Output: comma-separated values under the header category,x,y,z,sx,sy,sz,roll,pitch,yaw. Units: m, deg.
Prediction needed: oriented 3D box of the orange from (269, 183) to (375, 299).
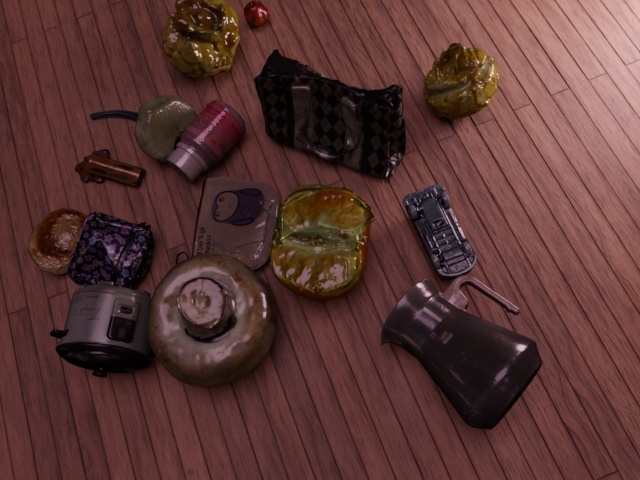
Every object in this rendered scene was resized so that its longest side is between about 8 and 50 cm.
category,x,y,z,sx,sy,sz,roll,pitch,yaw
orange,-0.001,0.005,1.657,0.263,0.196,0.334,7,73,-6

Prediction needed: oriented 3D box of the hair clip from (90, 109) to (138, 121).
category,x,y,z,sx,sy,sz,roll,pitch,yaw
hair clip,-0.646,-0.402,1.985,0.229,0.039,0.070,9,69,16

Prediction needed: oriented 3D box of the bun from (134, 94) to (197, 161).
category,x,y,z,sx,sy,sz,roll,pitch,yaw
bun,-0.485,-0.346,1.882,0.126,0.204,0.212,17,34,38

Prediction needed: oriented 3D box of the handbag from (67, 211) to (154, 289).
category,x,y,z,sx,sy,sz,roll,pitch,yaw
handbag,-0.594,0.038,1.748,0.208,0.127,0.228,18,77,-3

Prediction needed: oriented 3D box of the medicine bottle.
category,x,y,z,sx,sy,sz,roll,pitch,yaw
medicine bottle,-0.348,-0.299,1.847,0.147,0.147,0.247,34,77,18

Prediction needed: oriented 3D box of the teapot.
category,x,y,z,sx,sy,sz,roll,pitch,yaw
teapot,0.355,0.252,1.493,0.344,0.253,0.300,38,75,24

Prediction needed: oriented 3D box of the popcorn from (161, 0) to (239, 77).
category,x,y,z,sx,sy,sz,roll,pitch,yaw
popcorn,-0.383,-0.657,1.947,0.224,0.270,0.258,28,119,20

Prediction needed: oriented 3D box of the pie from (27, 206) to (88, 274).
category,x,y,z,sx,sy,sz,roll,pitch,yaw
pie,-0.768,0.001,1.811,0.205,0.084,0.179,-33,68,-9

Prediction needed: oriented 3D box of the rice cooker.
category,x,y,z,sx,sy,sz,roll,pitch,yaw
rice cooker,-0.558,0.246,1.606,0.280,0.241,0.227,22,60,-32

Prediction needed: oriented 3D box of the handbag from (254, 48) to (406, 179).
category,x,y,z,sx,sy,sz,roll,pitch,yaw
handbag,0.039,-0.365,1.731,0.416,0.316,0.180,22,67,15

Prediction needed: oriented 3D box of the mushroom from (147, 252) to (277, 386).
category,x,y,z,sx,sy,sz,roll,pitch,yaw
mushroom,-0.279,0.201,1.578,0.352,0.260,0.352,0,67,-1

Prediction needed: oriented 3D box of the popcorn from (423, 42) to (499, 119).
category,x,y,z,sx,sy,sz,roll,pitch,yaw
popcorn,0.416,-0.464,1.800,0.221,0.184,0.204,-44,57,3

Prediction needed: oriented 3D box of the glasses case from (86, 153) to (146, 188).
category,x,y,z,sx,sy,sz,roll,pitch,yaw
glasses case,-0.638,-0.219,1.893,0.170,0.041,0.064,17,72,4

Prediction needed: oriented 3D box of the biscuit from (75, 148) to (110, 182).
category,x,y,z,sx,sy,sz,roll,pitch,yaw
biscuit,-0.718,-0.241,1.935,0.119,0.019,0.130,26,73,16

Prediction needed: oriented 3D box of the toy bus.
category,x,y,z,sx,sy,sz,roll,pitch,yaw
toy bus,0.326,-0.011,1.660,0.121,0.120,0.265,-21,67,-2

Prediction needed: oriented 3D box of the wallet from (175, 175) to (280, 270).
category,x,y,z,sx,sy,sz,roll,pitch,yaw
wallet,-0.260,-0.042,1.774,0.275,0.068,0.335,3,68,10

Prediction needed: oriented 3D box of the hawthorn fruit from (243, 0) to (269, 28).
category,x,y,z,sx,sy,sz,roll,pitch,yaw
hawthorn fruit,-0.217,-0.763,2.041,0.093,0.093,0.093,-2,68,6
